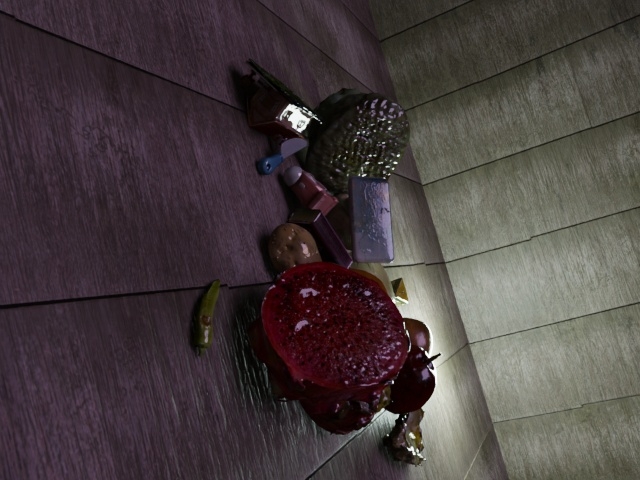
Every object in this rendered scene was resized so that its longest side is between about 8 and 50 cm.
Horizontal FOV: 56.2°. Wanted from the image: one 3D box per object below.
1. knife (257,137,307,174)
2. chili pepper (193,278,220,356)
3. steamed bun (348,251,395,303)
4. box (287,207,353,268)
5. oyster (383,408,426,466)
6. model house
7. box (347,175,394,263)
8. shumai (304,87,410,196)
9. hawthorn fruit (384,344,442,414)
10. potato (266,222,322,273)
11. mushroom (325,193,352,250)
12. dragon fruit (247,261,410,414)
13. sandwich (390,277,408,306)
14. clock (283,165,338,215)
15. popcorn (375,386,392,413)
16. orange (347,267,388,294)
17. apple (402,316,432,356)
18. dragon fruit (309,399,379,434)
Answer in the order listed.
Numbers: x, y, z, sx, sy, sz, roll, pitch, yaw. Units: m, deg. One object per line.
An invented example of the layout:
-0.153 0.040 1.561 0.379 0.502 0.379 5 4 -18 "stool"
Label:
-0.108 -0.265 1.798 0.244 0.032 0.058 -44 128 -44 "knife"
-0.238 0.146 1.268 0.049 0.043 0.208 41 35 -31 "chili pepper"
0.149 0.147 2.014 0.273 0.166 0.232 29 49 -59 "steamed bun"
0.000 0.000 1.837 0.069 0.120 0.224 -54 131 -27 "box"
0.297 0.685 2.051 0.361 0.096 0.221 -9 87 -68 "oyster"
-0.145 -0.403 1.831 0.207 0.154 0.294 44 12 22 "model house"
0.162 -0.067 1.927 0.044 0.142 0.285 141 -52 -68 "box"
0.098 -0.378 2.131 0.324 0.397 0.323 28 22 -34 "shumai"
0.298 0.441 1.992 0.210 0.266 0.230 41 22 -34 "hawthorn fruit"
-0.057 0.051 1.653 0.161 0.128 0.235 -66 139 -53 "potato"
0.110 -0.069 2.033 0.255 0.184 0.255 19 41 -17 "mushroom"
0.007 0.251 1.439 0.371 0.249 0.386 35 45 13 "dragon fruit"
0.284 0.198 2.412 0.163 0.079 0.113 26 48 -59 "sandwich"
-0.042 -0.155 1.872 0.162 0.093 0.166 48 10 17 "clock"
0.132 0.402 1.771 0.189 0.169 0.218 -63 137 -58 "popcorn"
0.097 0.192 1.804 0.170 0.224 0.224 -146 -146 -81 "orange"
0.319 0.381 2.209 0.188 0.188 0.174 48 37 -45 "apple"
0.081 0.397 1.558 0.223 0.148 0.218 -28 95 -25 "dragon fruit"
